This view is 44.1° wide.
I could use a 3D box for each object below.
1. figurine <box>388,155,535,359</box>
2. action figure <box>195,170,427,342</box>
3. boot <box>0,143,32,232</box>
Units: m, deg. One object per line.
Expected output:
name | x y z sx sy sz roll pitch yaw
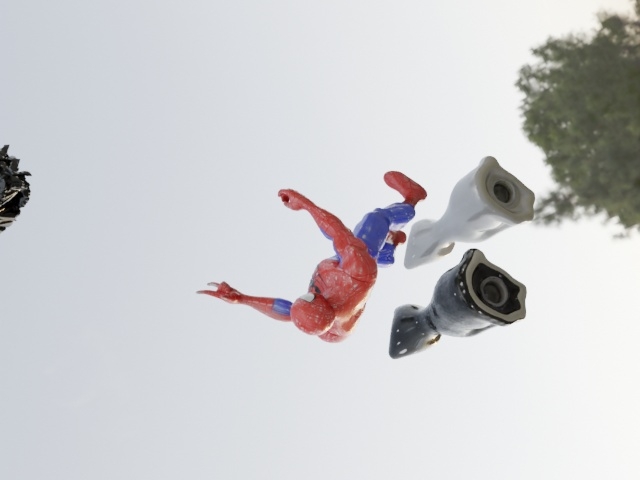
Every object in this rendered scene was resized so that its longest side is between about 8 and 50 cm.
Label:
figurine | 0.157 0.030 0.972 0.092 0.209 0.215 25 -121 -18
action figure | 0.000 0.000 0.682 0.139 0.091 0.280 23 -156 6
boot | -0.327 -0.045 0.749 0.099 0.121 0.045 48 -154 18
